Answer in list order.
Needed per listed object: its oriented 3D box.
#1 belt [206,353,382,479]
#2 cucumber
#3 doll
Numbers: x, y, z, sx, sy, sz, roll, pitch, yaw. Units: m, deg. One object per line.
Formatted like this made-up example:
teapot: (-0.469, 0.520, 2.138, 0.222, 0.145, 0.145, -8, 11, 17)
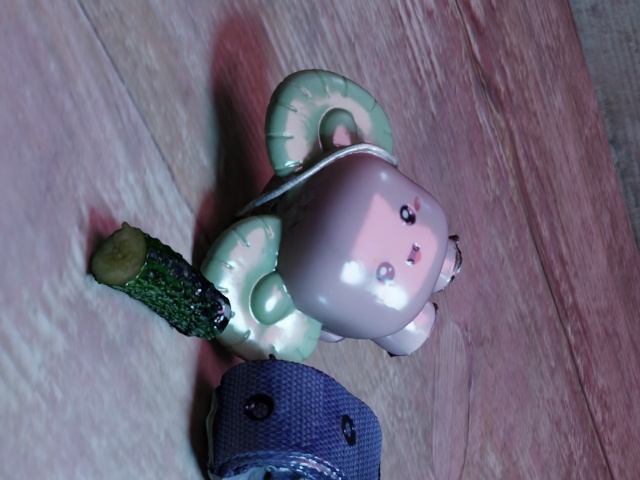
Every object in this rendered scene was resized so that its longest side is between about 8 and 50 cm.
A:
belt: (-0.020, 0.191, 1.736, 0.230, 0.140, 0.126, 55, 32, -53)
cucumber: (-0.126, 0.035, 1.558, 0.187, 0.058, 0.058, 42, 48, -65)
doll: (0.000, 0.000, 1.794, 0.268, 0.216, 0.284, 36, 70, -39)
